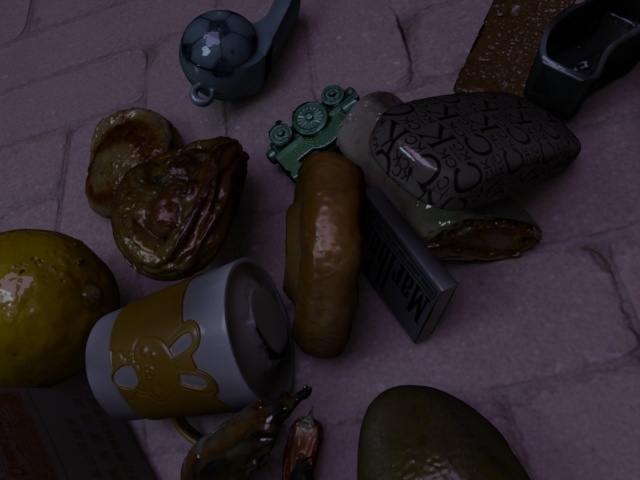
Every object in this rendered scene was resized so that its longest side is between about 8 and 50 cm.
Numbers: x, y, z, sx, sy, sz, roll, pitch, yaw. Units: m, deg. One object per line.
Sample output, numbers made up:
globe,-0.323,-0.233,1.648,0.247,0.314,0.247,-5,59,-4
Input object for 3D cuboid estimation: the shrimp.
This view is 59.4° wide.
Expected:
shrimp,-0.071,0.265,0.621,0.254,0.059,0.145,-40,79,28

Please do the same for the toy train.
toy train,0.000,-0.168,0.888,0.178,0.071,0.105,-38,66,-3

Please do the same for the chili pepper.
chili pepper,-0.029,0.290,0.673,0.045,0.027,0.178,4,65,26

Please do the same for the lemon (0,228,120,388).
lemon,-0.411,0.098,0.784,0.263,0.236,0.236,-6,60,2

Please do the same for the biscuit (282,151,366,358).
biscuit,-0.001,0.000,0.731,0.091,0.213,0.274,6,54,-6

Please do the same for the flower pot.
flower pot,0.384,-0.274,0.781,0.229,0.108,0.103,-42,70,-10

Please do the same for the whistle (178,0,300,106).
whistle,-0.155,-0.350,0.989,0.163,0.163,0.290,12,66,24

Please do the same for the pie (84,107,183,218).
pie,-0.330,-0.138,0.970,0.178,0.084,0.205,-10,63,13

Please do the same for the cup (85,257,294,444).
cup,-0.153,0.162,0.714,0.226,0.185,0.241,-15,90,16

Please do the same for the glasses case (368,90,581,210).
glasses case,0.199,-0.117,0.679,0.354,0.085,0.137,-18,57,-43

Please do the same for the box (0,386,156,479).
box,-0.344,0.244,0.604,0.051,0.365,0.204,-49,58,8

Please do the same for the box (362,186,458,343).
box,0.099,0.030,0.723,0.035,0.115,0.177,-17,55,-24

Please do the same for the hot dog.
hot dog,-0.193,-0.058,0.800,0.196,0.122,0.272,-16,29,13

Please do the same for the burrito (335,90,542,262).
burrito,0.147,-0.081,0.762,0.143,0.105,0.299,-18,54,-27

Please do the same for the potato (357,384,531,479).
potato,0.119,0.257,0.569,0.174,0.159,0.251,-9,48,-14

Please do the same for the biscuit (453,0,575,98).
biscuit,0.307,-0.306,0.886,0.131,0.025,0.231,20,70,24
